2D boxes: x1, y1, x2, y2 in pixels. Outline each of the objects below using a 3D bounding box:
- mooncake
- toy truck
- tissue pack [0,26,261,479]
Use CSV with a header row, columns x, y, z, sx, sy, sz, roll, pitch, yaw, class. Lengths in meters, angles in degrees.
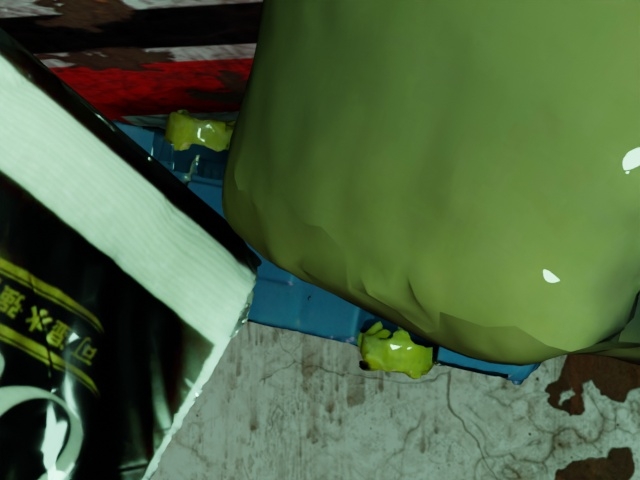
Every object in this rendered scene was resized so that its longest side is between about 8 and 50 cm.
x,y,z,sx,sy,sz,roll,pitch,yaw,class
0.162,-0.051,0.617,0.393,0.246,0.394,13,-179,7,mooncake
0.000,0.000,1.167,0.385,0.161,0.162,10,-177,24,toy truck
-0.229,-0.030,0.600,0.370,0.198,0.210,42,157,-24,tissue pack
